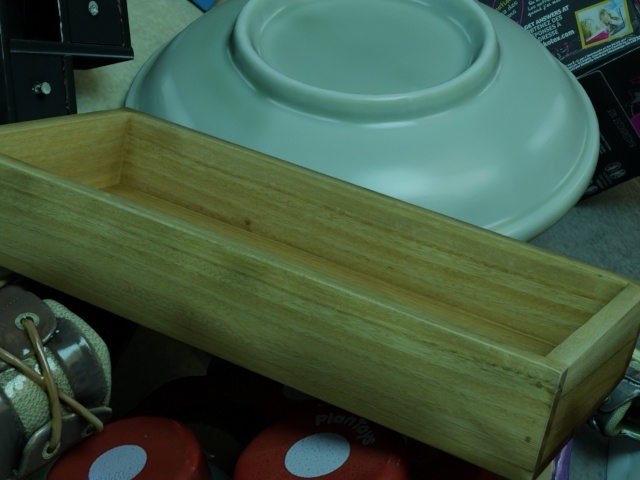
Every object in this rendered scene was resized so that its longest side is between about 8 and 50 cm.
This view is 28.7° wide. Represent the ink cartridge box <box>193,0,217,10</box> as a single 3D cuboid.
[{"bbox_3d":[-0.156,-0.344,1.196,0.231,0.078,0.134,37,44,-9],"label":"ink cartridge box"}]

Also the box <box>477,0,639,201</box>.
[{"bbox_3d":[0.265,-0.165,1.266,0.247,0.163,0.142,37,35,-55],"label":"box"}]

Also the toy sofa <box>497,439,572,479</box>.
[{"bbox_3d":[0.144,0.212,0.930,0.177,0.150,0.362,26,57,-23],"label":"toy sofa"}]

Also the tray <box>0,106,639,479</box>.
[{"bbox_3d":[-0.021,0.014,0.787,0.411,0.076,0.203,21,19,22],"label":"tray"}]

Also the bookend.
[{"bbox_3d":[-0.208,-0.140,0.977,0.156,0.072,0.157,-5,90,-52],"label":"bookend"}]

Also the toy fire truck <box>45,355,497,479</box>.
[{"bbox_3d":[-0.025,0.154,0.815,0.254,0.302,0.169,-64,143,-54],"label":"toy fire truck"}]

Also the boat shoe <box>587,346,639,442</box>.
[{"bbox_3d":[0.267,0.140,1.120,0.224,0.080,0.073,17,46,10],"label":"boat shoe"}]

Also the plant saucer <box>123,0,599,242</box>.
[{"bbox_3d":[0.035,-0.135,1.036,0.401,0.100,0.400,1,39,-1],"label":"plant saucer"}]

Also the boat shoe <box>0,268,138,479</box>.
[{"bbox_3d":[-0.185,0.078,0.750,0.123,0.123,0.342,65,18,-9],"label":"boat shoe"}]

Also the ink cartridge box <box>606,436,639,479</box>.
[{"bbox_3d":[0.352,0.255,1.163,0.180,0.060,0.104,32,45,-14],"label":"ink cartridge box"}]
